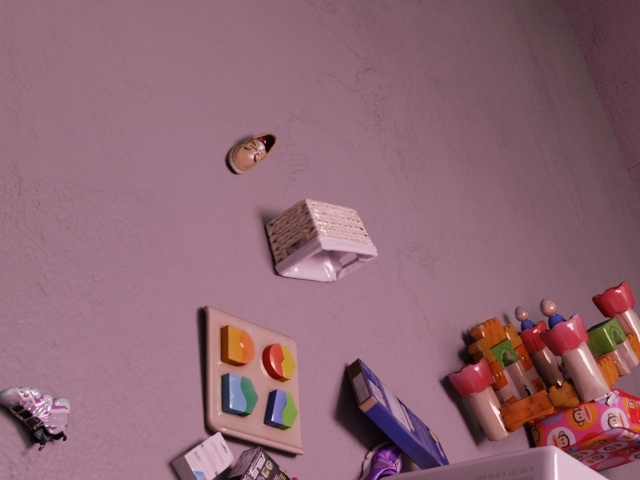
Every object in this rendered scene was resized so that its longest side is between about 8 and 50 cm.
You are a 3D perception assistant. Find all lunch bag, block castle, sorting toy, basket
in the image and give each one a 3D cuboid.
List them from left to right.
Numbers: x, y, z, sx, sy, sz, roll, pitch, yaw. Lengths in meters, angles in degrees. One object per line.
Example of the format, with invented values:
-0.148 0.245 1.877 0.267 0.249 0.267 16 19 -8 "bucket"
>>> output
-0.094 0.209 1.484 0.193 0.038 0.208 26 44 -42 "sorting toy"
0.000 0.000 1.720 0.167 0.113 0.103 9 55 -52 "basket"
0.472 0.220 2.026 0.453 0.303 0.213 -14 76 -59 "block castle"
0.616 0.408 2.114 0.293 0.258 0.120 23 47 -45 "lunch bag"

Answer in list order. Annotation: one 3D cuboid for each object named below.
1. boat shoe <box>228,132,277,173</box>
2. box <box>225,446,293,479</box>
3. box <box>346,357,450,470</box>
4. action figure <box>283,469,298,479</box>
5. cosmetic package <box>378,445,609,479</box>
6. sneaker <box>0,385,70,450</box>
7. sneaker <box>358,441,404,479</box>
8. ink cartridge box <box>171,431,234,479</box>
-0.119 -0.161 1.747 0.050 0.045 0.135 53 32 -11 "boat shoe"
-0.074 0.407 1.319 0.184 0.045 0.191 50 43 -18 "box"
0.136 0.311 1.678 0.225 0.036 0.136 45 9 -20 "box"
-0.054 0.385 1.407 0.038 0.030 0.115 43 38 -31 "action figure"
0.283 0.551 1.405 0.329 0.327 0.394 35 49 -35 "cosmetic package"
-0.332 0.211 1.146 0.098 0.038 0.069 24 45 -43 "sneaker"
0.107 0.383 1.593 0.068 0.071 0.170 56 31 -7 "sneaker"
-0.157 0.298 1.330 0.048 0.028 0.083 61 32 2 "ink cartridge box"
